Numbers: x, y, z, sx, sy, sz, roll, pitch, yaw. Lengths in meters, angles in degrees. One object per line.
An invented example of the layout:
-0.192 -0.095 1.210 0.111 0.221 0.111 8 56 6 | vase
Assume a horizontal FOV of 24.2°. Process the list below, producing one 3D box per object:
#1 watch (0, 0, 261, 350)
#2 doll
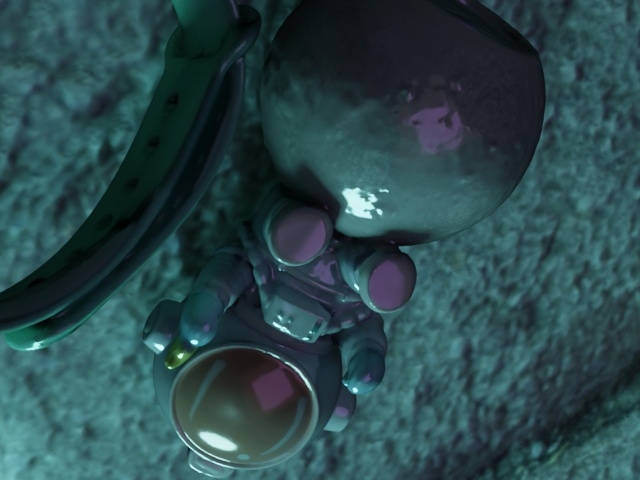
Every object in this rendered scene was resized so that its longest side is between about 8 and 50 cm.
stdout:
-0.131 -0.066 0.667 0.237 0.068 0.195 -42 119 -29 | watch
0.000 0.000 0.775 0.151 0.151 0.287 17 114 -33 | doll
